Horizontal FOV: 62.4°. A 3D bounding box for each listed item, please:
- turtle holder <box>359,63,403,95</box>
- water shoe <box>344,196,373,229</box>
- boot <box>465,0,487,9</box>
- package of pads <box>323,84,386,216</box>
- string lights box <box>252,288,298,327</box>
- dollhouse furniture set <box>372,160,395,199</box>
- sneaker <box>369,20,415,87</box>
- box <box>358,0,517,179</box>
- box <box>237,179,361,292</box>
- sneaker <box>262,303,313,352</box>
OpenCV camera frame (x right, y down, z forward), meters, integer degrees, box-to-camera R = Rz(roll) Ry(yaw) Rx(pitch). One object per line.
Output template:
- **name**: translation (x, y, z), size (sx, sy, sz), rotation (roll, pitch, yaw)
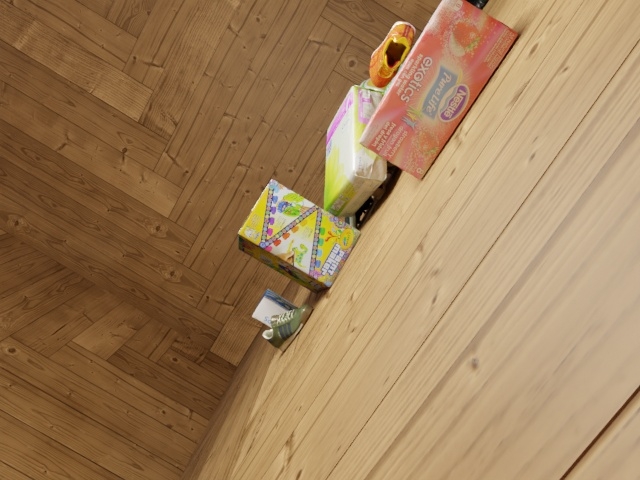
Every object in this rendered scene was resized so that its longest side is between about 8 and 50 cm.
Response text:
- **turtle holder**: translation (0.210, -0.514, 1.994), size (0.320, 0.244, 0.227), rotation (66, -143, -56)
- **water shoe**: translation (0.118, -0.111, 1.563), size (0.073, 0.080, 0.203), rotation (119, 156, -69)
- **boot**: translation (0.535, -0.896, 1.930), size (0.260, 0.131, 0.348), rotation (-60, 3, -17)
- **package of pads**: translation (0.092, -0.239, 1.423), size (0.229, 0.101, 0.296), rotation (130, 146, -59)
- **string lights box**: translation (-0.147, 0.240, 1.779), size (0.076, 0.133, 0.260), rotation (-58, 3, -1)
- **dollhouse furniture set**: translation (0.200, -0.222, 1.414), size (0.182, 0.101, 0.160), rotation (125, 150, -52)
- **sneaker**: translation (0.131, -0.356, 1.046), size (0.175, 0.064, 0.067), rotation (116, 175, -68)
- **box**: translation (0.210, -0.286, 0.996), size (0.300, 0.142, 0.154), rotation (-58, 2, 19)
- **box**: translation (-0.073, 0.003, 1.508), size (0.177, 0.279, 0.290), rotation (-60, 4, -12)
- **sneaker**: translation (-0.100, 0.235, 1.484), size (0.192, 0.086, 0.064), rotation (-57, 4, 35)
